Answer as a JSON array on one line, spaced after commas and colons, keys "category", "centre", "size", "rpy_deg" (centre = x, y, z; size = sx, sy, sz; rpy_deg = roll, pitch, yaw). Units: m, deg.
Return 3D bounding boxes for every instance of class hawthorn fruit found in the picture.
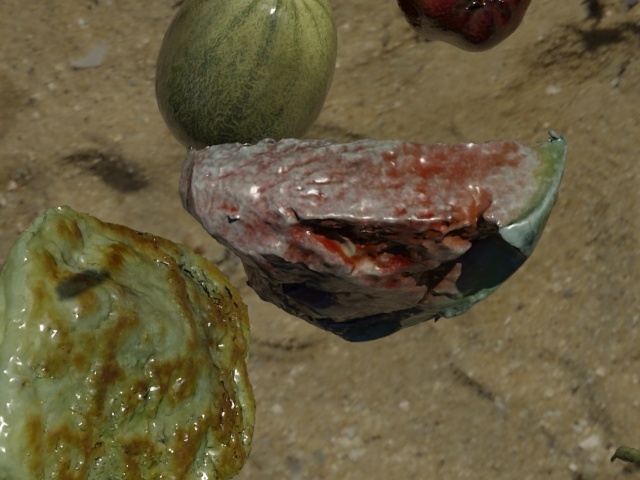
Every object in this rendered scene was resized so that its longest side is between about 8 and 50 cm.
[{"category": "hawthorn fruit", "centre": [0.170, -0.313, 1.513], "size": [0.169, 0.188, 0.169], "rpy_deg": [-4, 110, -10]}]

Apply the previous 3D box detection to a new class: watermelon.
[{"category": "watermelon", "centre": [0.000, 0.000, 0.494], "size": [0.187, 0.139, 0.071], "rpy_deg": [-14, 71, 50]}]

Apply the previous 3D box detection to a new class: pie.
[{"category": "pie", "centre": [-0.253, 0.148, 1.536], "size": [0.180, 0.418, 0.395], "rpy_deg": [-16, 71, 32]}]

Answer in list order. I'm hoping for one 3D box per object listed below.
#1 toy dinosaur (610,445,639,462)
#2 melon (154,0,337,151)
[{"category": "toy dinosaur", "centre": [0.230, 0.131, 0.579], "size": [0.206, 0.113, 0.327], "rpy_deg": [-31, 57, 37]}, {"category": "melon", "centre": [-0.101, -0.242, 1.745], "size": [0.248, 0.248, 0.329], "rpy_deg": [38, 141, 8]}]
